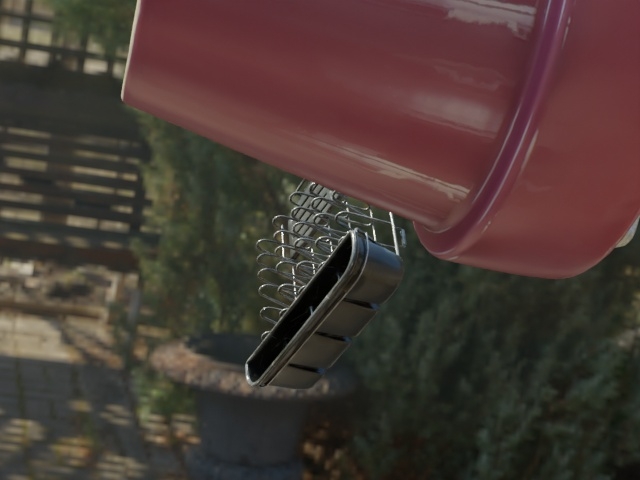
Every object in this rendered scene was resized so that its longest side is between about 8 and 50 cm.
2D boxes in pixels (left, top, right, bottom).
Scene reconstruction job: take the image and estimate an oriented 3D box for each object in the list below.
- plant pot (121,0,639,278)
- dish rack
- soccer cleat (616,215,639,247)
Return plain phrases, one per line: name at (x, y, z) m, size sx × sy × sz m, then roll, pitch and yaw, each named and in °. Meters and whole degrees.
plant pot at (0.025, -0.097, 0.497) m, size 0.180 × 0.201 × 0.201 m, roll 9°, pitch 10°, yaw -9°
dish rack at (0.000, 0.000, 1.314) m, size 0.074 × 0.208 × 0.271 m, roll 21°, pitch 39°, yaw -24°
soccer cleat at (0.172, -0.133, 1.014) m, size 0.116 × 0.331 × 0.143 m, roll -19°, pitch 32°, yaw 30°
